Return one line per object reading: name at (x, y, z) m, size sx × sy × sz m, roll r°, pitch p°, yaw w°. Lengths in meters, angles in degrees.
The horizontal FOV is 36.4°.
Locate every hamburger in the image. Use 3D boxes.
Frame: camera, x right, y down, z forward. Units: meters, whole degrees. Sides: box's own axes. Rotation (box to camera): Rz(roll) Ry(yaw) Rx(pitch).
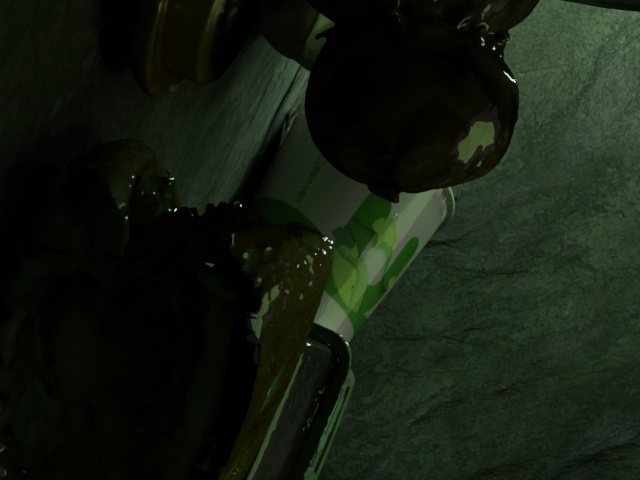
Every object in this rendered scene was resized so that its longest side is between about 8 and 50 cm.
hamburger at (-0.098, 0.059, 0.609) m, size 0.192 × 0.167 × 0.288 m, roll -58°, pitch 170°, yaw -57°

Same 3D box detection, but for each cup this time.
cup at (0.000, 0.000, 1.234) m, size 0.274 × 0.253 × 0.253 m, roll -55°, pitch 172°, yaw -23°

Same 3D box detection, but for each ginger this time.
ginger at (0.052, -0.228, 0.577) m, size 0.256 × 0.176 × 0.375 m, roll -61°, pitch 146°, yaw -55°

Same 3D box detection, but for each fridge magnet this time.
fridge magnet at (-0.068, -0.149, 0.570) m, size 0.143 × 0.063 × 0.143 m, roll 22°, pitch 90°, yaw -89°

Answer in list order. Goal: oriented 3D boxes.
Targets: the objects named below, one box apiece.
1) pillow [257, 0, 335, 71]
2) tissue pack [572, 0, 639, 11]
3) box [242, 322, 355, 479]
pillow at (0.046, -0.298, 0.821) m, size 0.255 × 0.119 × 0.322 m, roll -38°, pitch 153°, yaw -81°
tissue pack at (0.250, -0.379, 1.029) m, size 0.207 × 0.297 × 0.380 m, roll -68°, pitch -160°, yaw 12°
box at (-0.108, 0.197, 0.946) m, size 0.291 × 0.220 × 0.166 m, roll -66°, pitch 154°, yaw -11°
